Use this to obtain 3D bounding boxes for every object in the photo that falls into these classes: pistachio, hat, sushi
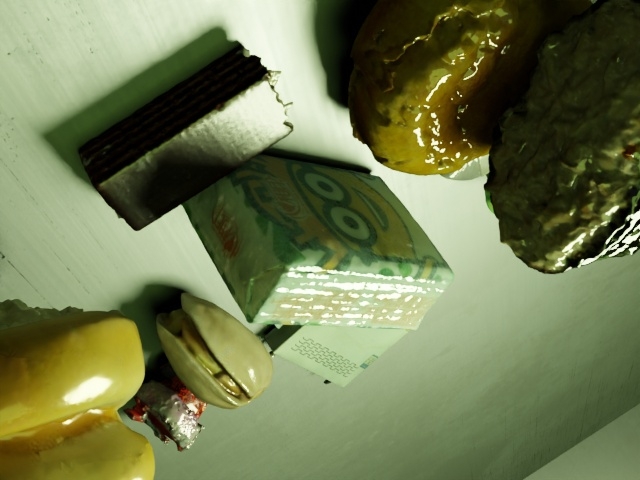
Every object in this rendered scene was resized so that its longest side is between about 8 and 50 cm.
[{"bbox_3d":[-0.157,0.171,1.152,0.126,0.152,0.223,-37,129,4],"label":"pistachio"},{"bbox_3d":[-0.200,0.226,1.245,0.227,0.129,0.140,-43,130,-19],"label":"hat"},{"bbox_3d":[0.335,-0.130,0.914,0.171,0.211,0.350,-2,130,-35],"label":"sushi"}]

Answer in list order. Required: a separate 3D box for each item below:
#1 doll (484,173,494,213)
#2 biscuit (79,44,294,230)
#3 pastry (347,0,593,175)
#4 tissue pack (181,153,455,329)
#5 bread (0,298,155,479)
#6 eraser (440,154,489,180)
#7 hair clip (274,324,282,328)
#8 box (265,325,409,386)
[{"bbox_3d":[0.433,-0.111,1.185,0.363,0.182,0.160,-13,149,39],"label":"doll"},{"bbox_3d":[-0.149,-0.120,0.907,0.252,0.070,0.106,-34,144,-2],"label":"biscuit"},{"bbox_3d":[0.190,-0.224,0.988,0.356,0.164,0.356,-26,144,-20],"label":"pastry"},{"bbox_3d":[0.000,0.000,1.029,0.311,0.228,0.128,6,128,-42],"label":"tissue pack"},{"bbox_3d":[-0.392,0.189,0.818,0.424,0.329,0.245,-11,105,5],"label":"bread"},{"bbox_3d":[0.314,-0.199,1.176,0.352,0.089,0.061,-32,146,-4],"label":"eraser"},{"bbox_3d":[-0.011,0.072,1.263,0.188,0.033,0.060,-36,142,5],"label":"hair clip"},{"bbox_3d":[0.037,0.167,1.398,0.211,0.045,0.270,-42,144,9],"label":"box"}]
